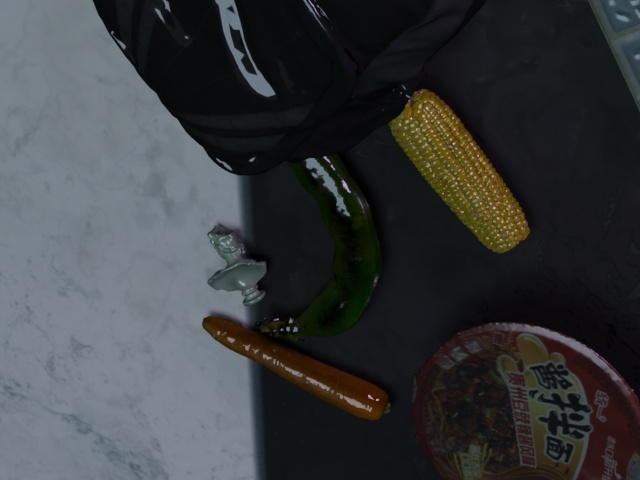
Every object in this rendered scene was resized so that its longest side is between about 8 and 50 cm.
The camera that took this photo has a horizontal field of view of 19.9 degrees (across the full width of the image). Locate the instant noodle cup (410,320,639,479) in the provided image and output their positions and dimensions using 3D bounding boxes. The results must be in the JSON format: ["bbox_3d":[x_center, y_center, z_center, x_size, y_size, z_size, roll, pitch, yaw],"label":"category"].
[{"bbox_3d":[0.239,0.186,1.980,0.274,0.091,0.274,12,122,20],"label":"instant noodle cup"}]

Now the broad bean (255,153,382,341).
[{"bbox_3d":[0.000,0.000,2.013,0.144,0.049,0.292,13,122,16],"label":"broad bean"}]

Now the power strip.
[{"bbox_3d":[0.305,-0.219,1.738,0.078,0.052,0.272,-17,109,33],"label":"power strip"}]

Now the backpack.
[{"bbox_3d":[-0.003,-0.278,1.736,0.363,0.255,0.445,53,140,-8],"label":"backpack"}]

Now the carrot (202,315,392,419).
[{"bbox_3d":[-0.030,0.146,2.121,0.248,0.043,0.043,25,126,14],"label":"carrot"}]

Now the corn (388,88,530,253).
[{"bbox_3d":[0.142,-0.074,1.894,0.067,0.067,0.206,-29,105,35],"label":"corn"}]

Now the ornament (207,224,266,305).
[{"bbox_3d":[-0.095,0.032,2.084,0.068,0.041,0.092,1,111,3],"label":"ornament"}]
